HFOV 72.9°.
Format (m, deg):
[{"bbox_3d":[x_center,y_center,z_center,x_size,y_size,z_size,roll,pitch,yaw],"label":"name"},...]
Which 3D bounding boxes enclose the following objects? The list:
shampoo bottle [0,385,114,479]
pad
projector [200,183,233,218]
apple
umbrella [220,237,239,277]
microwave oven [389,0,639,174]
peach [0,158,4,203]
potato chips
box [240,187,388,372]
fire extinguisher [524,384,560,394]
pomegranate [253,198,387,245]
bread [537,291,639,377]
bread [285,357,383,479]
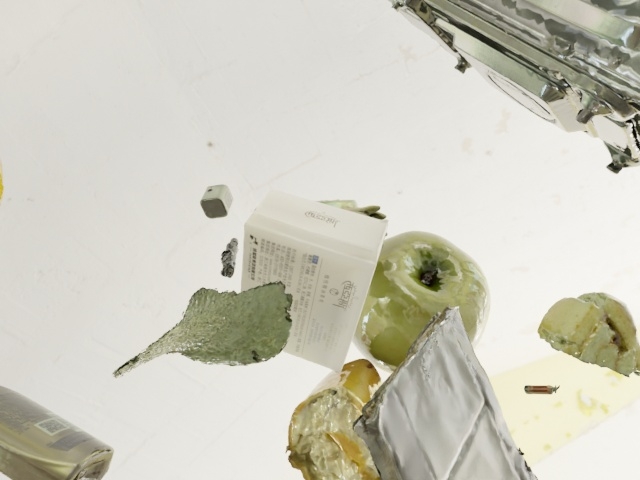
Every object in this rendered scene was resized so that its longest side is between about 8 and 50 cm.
[{"bbox_3d":[-0.513,0.301,0.708,0.125,0.350,0.084,30,-98,-77],"label":"shampoo bottle"},{"bbox_3d":[0.123,0.188,0.358,0.174,0.022,0.233,-34,-80,-47],"label":"pad"},{"bbox_3d":[-0.351,-0.132,1.471,0.083,0.082,0.083,-6,-50,11],"label":"projector"},{"bbox_3d":[0.292,0.211,1.373,0.473,0.474,0.474,-14,-50,-18],"label":"apple"},{"bbox_3d":[-0.380,0.058,1.817,0.071,0.224,0.080,21,-59,-15],"label":"umbrella"},{"bbox_3d":[0.305,-0.278,0.513,0.333,0.394,0.247,8,-54,-47],"label":"microwave oven"},{"bbox_3d":[-0.324,-0.035,0.302,0.190,0.192,0.190,-42,-12,-11],"label":"peach"},{"bbox_3d":[-0.154,0.129,0.580,0.228,0.059,0.167,0,-47,-24],"label":"potato chips"},{"bbox_3d":[-0.021,0.073,0.737,0.203,0.116,0.274,17,-50,7],"label":"box"},{"bbox_3d":[0.518,0.347,1.013,0.028,0.022,0.083,-42,4,-31],"label":"fire extinguisher"},{"bbox_3d":[0.000,0.000,1.119,0.309,0.358,0.216,-6,-80,-55],"label":"pomegranate"},{"bbox_3d":[0.442,0.138,0.688,0.156,0.103,0.110,18,-85,-11],"label":"bread"},{"bbox_3d":[0.090,0.526,1.155,0.250,0.361,0.394,-31,-7,13],"label":"bread"}]
